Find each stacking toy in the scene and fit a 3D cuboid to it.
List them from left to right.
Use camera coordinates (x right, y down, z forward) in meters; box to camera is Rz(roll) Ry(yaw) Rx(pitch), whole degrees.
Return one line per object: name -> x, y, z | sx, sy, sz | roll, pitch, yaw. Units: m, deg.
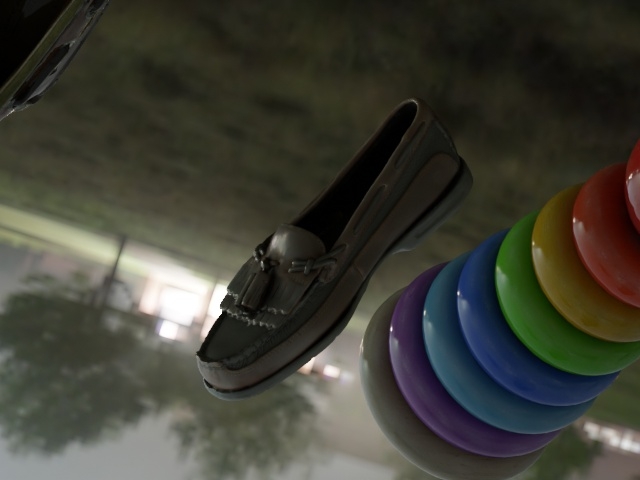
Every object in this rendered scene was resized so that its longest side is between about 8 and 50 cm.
stacking toy -> 0.149, 0.024, 1.048 | 0.141, 0.141, 0.330 | 18, 147, -16

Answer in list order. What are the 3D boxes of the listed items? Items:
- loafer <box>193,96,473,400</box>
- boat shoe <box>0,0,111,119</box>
loafer -> 0.000, 0.000, 0.613 | 0.045, 0.125, 0.039 | 18, 143, 47
boat shoe -> -0.128, -0.170, 0.903 | 0.110, 0.104, 0.307 | 26, 133, -1
